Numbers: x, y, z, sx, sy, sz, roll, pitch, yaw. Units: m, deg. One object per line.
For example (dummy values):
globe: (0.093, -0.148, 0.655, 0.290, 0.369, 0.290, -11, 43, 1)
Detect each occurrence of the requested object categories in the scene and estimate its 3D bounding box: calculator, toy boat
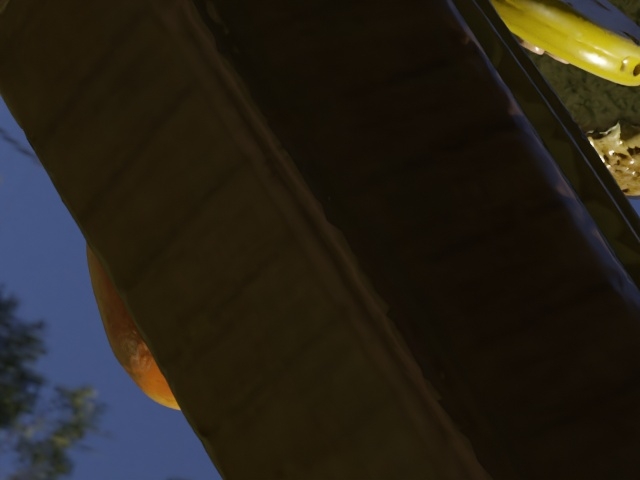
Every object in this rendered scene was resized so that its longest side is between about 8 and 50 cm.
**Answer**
calculator: (0.055, -0.136, 0.891, 0.235, 0.146, 0.032, 41, -72, 32)
toy boat: (0.000, 0.000, 0.448, 0.136, 0.162, 0.445, -33, -105, 7)

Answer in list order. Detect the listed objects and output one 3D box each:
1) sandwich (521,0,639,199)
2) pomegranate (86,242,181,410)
sandwich: (0.255, -0.145, 1.453, 0.273, 0.095, 0.249, 2, -119, 25)
pomegranate: (-0.046, 0.010, 1.223, 0.209, 0.209, 0.209, -13, -114, 32)
